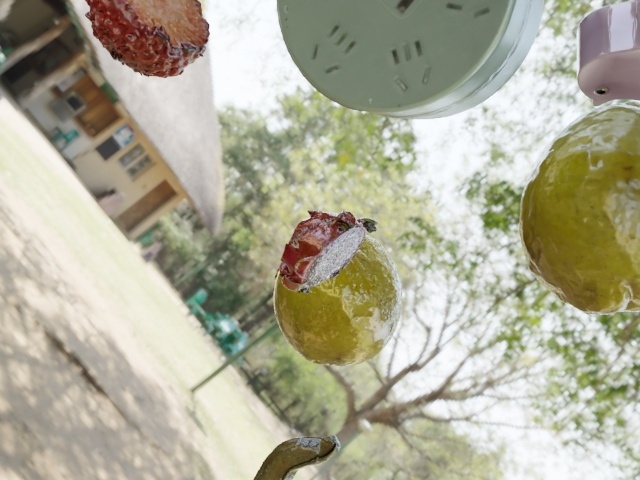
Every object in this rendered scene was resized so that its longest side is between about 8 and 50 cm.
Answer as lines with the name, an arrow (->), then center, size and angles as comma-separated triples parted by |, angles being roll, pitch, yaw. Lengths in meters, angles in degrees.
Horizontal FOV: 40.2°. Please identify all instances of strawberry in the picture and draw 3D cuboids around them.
strawberry -> -0.182, -0.230, 0.911 | 0.145, 0.086, 0.145 | 48, 25, -31

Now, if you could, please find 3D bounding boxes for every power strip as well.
power strip -> 0.111, -0.322, 1.169 | 0.357, 0.357, 0.161 | 48, 22, 15

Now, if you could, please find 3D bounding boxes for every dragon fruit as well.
dragon fruit -> -0.004, 0.003, 1.052 | 0.068, 0.126, 0.112 | 46, 13, 20

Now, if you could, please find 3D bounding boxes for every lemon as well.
lemon -> 0.034, 0.120, 1.737 | 0.258, 0.258, 0.310 | 43, -28, 41
lemon -> 0.428, -0.051, 1.286 | 0.285, 0.285, 0.316 | 173, -86, -80

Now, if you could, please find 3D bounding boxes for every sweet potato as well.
sweet potato -> -0.062, 0.380, 1.397 | 0.081, 0.233, 0.062 | 40, 12, 8

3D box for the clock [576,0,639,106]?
clock -> 0.436, -0.254, 0.994 | 0.275, 0.080, 0.290 | 2, -27, 15
